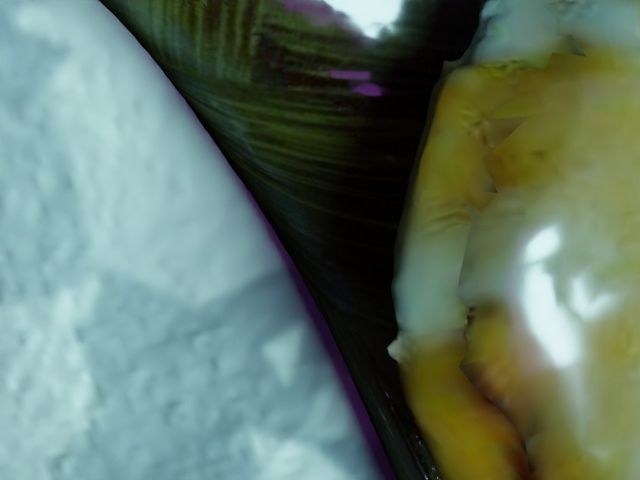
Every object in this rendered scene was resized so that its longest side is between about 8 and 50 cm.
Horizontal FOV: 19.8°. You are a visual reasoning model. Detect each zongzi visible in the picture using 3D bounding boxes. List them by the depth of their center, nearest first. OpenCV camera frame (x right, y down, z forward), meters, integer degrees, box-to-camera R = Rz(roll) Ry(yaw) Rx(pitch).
[{"bbox_3d":[0.000,0.000,0.396,0.184,0.084,0.187,-1,100,-25],"label":"zongzi"}]

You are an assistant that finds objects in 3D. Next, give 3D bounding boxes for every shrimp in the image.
[{"bbox_3d":[0.132,0.000,0.397,0.287,0.063,0.152,-1,90,-36],"label":"shrimp"}]
